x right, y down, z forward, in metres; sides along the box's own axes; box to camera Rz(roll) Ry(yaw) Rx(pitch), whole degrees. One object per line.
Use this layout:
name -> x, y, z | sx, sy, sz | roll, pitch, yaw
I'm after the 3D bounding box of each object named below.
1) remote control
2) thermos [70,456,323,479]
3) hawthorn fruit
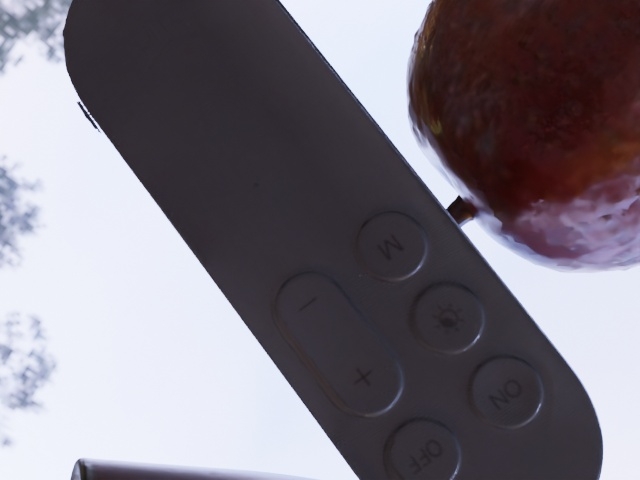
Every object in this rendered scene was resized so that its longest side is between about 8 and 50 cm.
remote control -> 0.000, 0.000, 0.465 | 0.077, 0.022, 0.245 | -36, -102, -6
thermos -> 0.016, 0.171, 0.642 | 0.176, 0.264, 0.146 | 106, -17, -47
hawthorn fruit -> 0.161, -0.095, 0.849 | 0.263, 0.235, 0.231 | -25, -172, -36
